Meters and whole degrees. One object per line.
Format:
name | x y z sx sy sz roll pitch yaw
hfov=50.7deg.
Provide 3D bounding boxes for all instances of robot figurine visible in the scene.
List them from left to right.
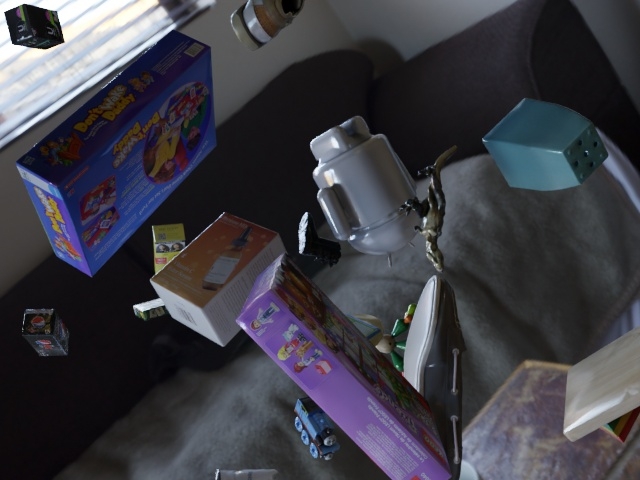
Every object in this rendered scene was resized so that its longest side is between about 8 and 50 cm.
robot figurine | 0.117 -0.114 1.619 0.300 0.353 0.200 -32 6 -35

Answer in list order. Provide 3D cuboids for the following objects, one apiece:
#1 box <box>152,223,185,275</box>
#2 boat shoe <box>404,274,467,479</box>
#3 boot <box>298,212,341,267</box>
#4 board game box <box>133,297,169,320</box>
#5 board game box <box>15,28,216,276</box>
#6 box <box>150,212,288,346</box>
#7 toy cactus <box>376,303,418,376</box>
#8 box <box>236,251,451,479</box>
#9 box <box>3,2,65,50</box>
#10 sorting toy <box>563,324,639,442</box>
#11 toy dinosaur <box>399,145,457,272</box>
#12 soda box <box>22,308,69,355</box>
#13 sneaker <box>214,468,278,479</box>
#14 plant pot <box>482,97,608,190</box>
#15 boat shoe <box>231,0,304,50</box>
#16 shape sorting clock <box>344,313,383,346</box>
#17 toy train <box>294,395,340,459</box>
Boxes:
box | -0.434 0.037 1.934 0.087 0.058 0.232 -5 -29 -16
boat shoe | 0.192 0.226 1.099 0.112 0.095 0.335 127 157 -67
boot | 0.000 -0.001 1.600 0.045 0.099 0.121 -45 36 47
board game box | -0.338 0.148 1.729 0.259 0.030 0.136 -16 9 -23
board game box | -0.302 -0.141 1.083 0.347 0.078 0.233 -54 -16 -32
box | -0.149 0.056 1.047 0.130 0.091 0.170 20 55 38
toy cactus | 0.217 0.272 1.794 0.180 0.219 0.112 1 2 22
box | 0.030 0.154 0.825 0.057 0.293 0.201 -42 7 8
box | -0.512 -0.382 1.211 0.052 0.062 0.083 -12 3 22
sorting toy | 0.620 0.286 1.341 0.257 0.089 0.255 -42 0 29
toy dinosaur | 0.210 -0.078 1.279 0.064 0.118 0.268 0 71 35
soda box | -0.555 0.190 1.374 0.060 0.053 0.169 0 -23 -10
sneaker | -0.106 0.520 1.275 0.129 0.297 0.111 -11 49 5
plant pot | 0.549 -0.221 1.619 0.166 0.165 0.234 -43 26 -8
boat shoe | -0.080 -0.472 1.320 0.103 0.113 0.302 -21 36 26
shape sorting clock | 0.060 0.249 1.701 0.206 0.040 0.206 -14 22 6
toy train | -0.012 0.534 1.928 0.080 0.105 0.184 -8 39 -29
